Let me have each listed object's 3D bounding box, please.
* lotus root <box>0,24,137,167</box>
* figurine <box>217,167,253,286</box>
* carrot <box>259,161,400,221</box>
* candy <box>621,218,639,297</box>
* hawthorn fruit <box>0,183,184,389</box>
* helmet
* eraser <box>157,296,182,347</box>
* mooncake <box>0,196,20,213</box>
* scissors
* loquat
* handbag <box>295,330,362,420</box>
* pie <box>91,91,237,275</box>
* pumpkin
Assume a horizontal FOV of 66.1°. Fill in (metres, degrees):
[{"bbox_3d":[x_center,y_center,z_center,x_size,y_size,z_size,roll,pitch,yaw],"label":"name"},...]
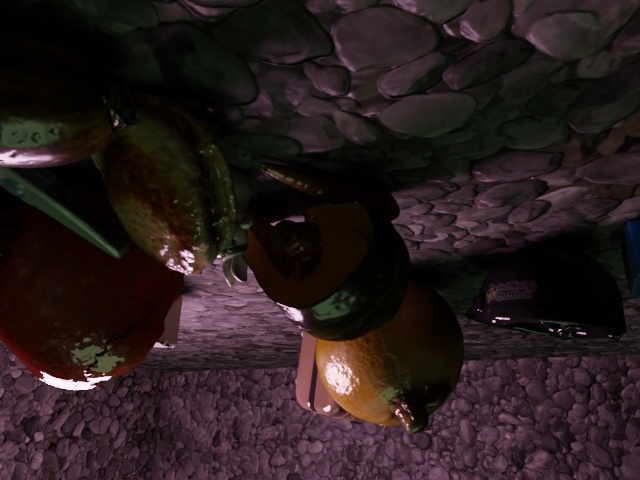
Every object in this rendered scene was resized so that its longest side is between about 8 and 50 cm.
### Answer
[{"bbox_3d":[-0.269,-0.119,0.420,0.209,0.120,0.120,3,160,-14],"label":"lotus root"},{"bbox_3d":[-0.139,-0.019,0.644,0.098,0.146,0.081,12,158,-23],"label":"figurine"},{"bbox_3d":[0.016,-0.067,0.661,0.216,0.048,0.048,16,155,-26],"label":"carrot"},{"bbox_3d":[0.653,0.014,0.767,0.305,0.100,0.157,-9,158,26],"label":"candy"},{"bbox_3d":[-0.338,0.037,0.676,0.275,0.276,0.307,-15,129,36],"label":"hawthorn fruit"},{"bbox_3d":[0.406,0.093,0.901,0.230,0.161,0.278,14,170,-30],"label":"helmet"},{"bbox_3d":[-0.475,0.150,1.112,0.330,0.150,0.331,3,162,1],"label":"eraser"},{"bbox_3d":[-0.558,-0.010,0.728,0.228,0.124,0.228,3,155,2],"label":"mooncake"},{"bbox_3d":[-0.327,-0.075,0.527,0.138,0.041,0.289,-23,123,41],"label":"scissors"},{"bbox_3d":[0.157,0.257,1.064,0.328,0.360,0.329,-6,126,-8],"label":"loquat"},{"bbox_3d":[0.029,0.325,1.348,0.149,0.302,0.283,17,160,-31],"label":"handbag"},{"bbox_3d":[-0.178,-0.055,0.537,0.178,0.205,0.084,1,-154,34],"label":"pie"},{"bbox_3d":[0.000,0.000,0.689,0.190,0.281,0.139,-42,145,11],"label":"pumpkin"}]
